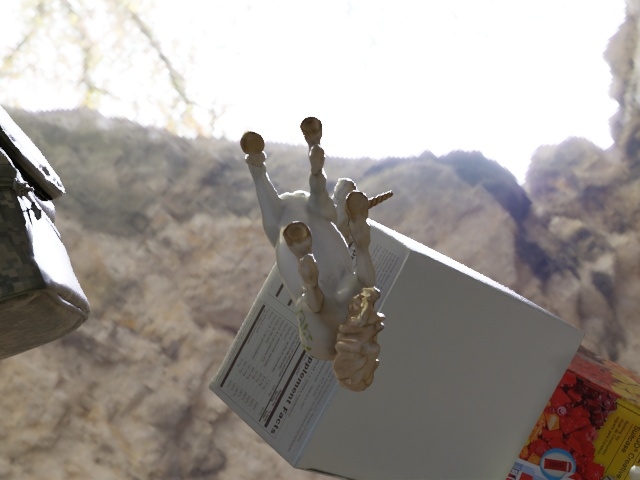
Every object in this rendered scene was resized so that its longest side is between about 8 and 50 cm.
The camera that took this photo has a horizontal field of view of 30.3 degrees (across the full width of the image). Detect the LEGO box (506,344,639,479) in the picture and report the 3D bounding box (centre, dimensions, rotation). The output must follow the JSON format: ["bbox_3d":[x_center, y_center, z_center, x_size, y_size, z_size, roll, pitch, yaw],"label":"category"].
[{"bbox_3d":[0.305,0.409,1.453,0.500,0.372,0.193,-65,168,14],"label":"LEGO box"}]

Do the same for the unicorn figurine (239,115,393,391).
[{"bbox_3d":[0.000,0.000,0.528,0.060,0.111,0.162,-5,-133,6],"label":"unicorn figurine"}]

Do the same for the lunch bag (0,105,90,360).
[{"bbox_3d":[-0.332,-0.030,0.982,0.212,0.305,0.256,-20,-99,-5],"label":"lunch bag"}]

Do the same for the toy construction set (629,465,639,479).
[{"bbox_3d":[0.249,0.295,1.136,0.151,0.327,0.215,41,-46,35],"label":"toy construction set"}]

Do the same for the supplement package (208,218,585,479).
[{"bbox_3d":[0.074,0.109,1.071,0.145,0.262,0.204,33,-84,48],"label":"supplement package"}]
